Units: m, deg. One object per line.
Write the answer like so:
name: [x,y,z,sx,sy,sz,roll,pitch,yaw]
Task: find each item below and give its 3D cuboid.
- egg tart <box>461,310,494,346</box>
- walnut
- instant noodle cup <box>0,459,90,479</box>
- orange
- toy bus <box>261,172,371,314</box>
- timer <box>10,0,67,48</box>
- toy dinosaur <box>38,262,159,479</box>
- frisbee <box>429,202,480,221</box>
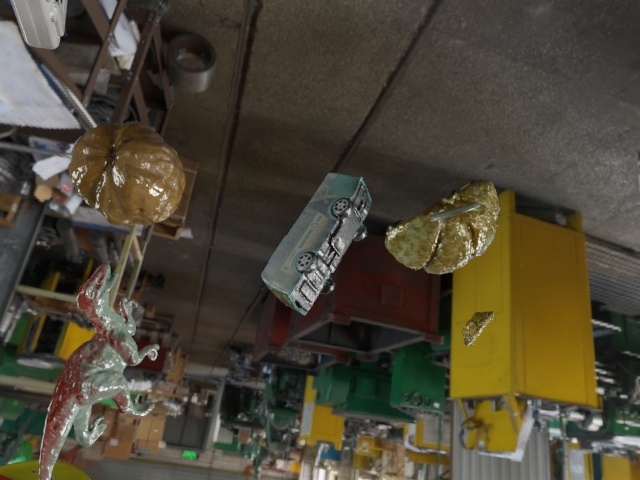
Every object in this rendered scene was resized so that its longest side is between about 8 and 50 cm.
egg tart: [0.449,0.247,1.458,0.052,0.130,0.130,39,165,19]
walnut: [-0.545,-0.183,1.467,0.305,0.306,0.344,7,174,2]
instant noodle cup: [-0.388,0.414,0.628,0.213,0.174,0.213,2,-166,0]
orange: [0.374,-0.021,1.492,0.368,0.211,0.271,-30,173,-18]
toy bus: [0.000,0.000,0.902,0.109,0.262,0.091,19,155,34]
timer: [-0.475,-0.462,0.855,0.078,0.179,0.253,2,167,-19]
toy dinosaur: [-0.263,0.167,0.554,0.053,0.242,0.167,8,141,35]
frisbee: [0.288,-0.062,1.088,0.110,0.014,0.110,-18,180,0]
